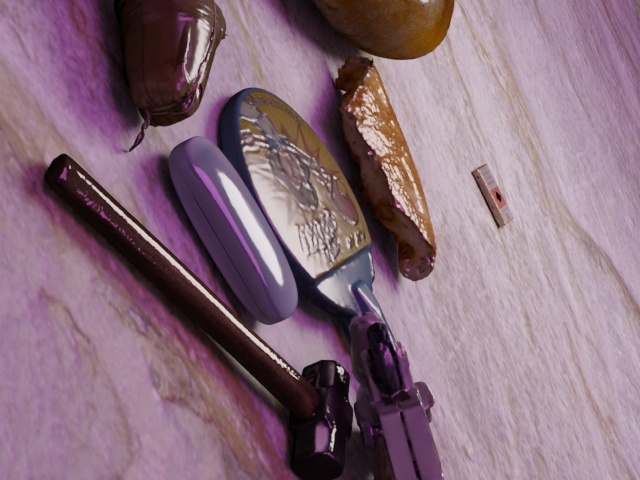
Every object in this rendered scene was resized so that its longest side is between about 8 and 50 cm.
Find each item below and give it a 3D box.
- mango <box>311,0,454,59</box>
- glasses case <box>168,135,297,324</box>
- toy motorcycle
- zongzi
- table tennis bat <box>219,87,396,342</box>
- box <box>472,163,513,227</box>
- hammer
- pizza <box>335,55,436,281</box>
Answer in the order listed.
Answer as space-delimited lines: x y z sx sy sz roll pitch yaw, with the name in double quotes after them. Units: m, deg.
0.050 -0.318 1.746 0.316 0.146 0.193 37 37 -54 "mango"
-0.075 -0.008 1.332 0.178 0.045 0.067 60 24 -10 "glasses case"
0.072 0.177 1.386 0.151 0.074 0.229 -144 -144 -84 "toy motorcycle"
-0.114 -0.146 1.362 0.178 0.081 0.189 39 39 -61 "zongzi"
0.000 0.000 1.487 0.329 0.044 0.215 63 23 -1 "table tennis bat"
0.230 -0.060 2.035 0.083 0.012 0.046 64 24 -2 "box"
-0.094 0.059 1.248 0.365 0.043 0.111 46 31 -31 "hammer"
0.068 -0.084 1.681 0.134 0.056 0.271 -2 70 -66 "pizza"
